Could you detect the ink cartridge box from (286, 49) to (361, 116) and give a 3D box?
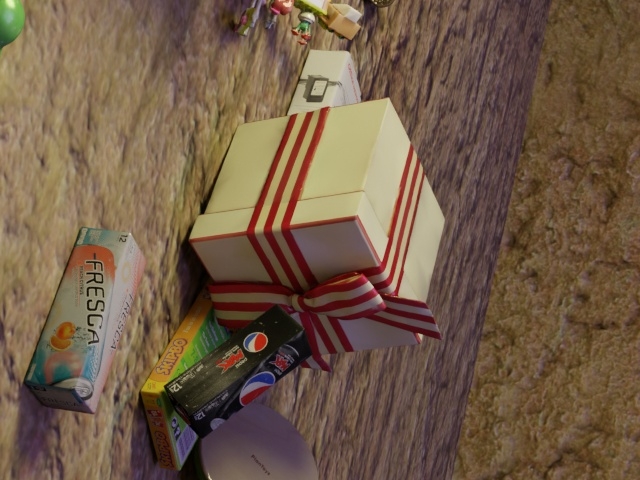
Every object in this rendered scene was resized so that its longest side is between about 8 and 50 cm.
[{"bbox_3d":[0.004,-0.184,2.206,0.109,0.063,0.150,73,28,-52],"label":"ink cartridge box"}]

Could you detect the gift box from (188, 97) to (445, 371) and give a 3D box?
[{"bbox_3d":[0.019,0.012,1.915,0.276,0.255,0.258,58,34,-34],"label":"gift box"}]

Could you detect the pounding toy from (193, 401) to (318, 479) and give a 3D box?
[{"bbox_3d":[-0.096,0.334,1.986,0.183,0.110,0.236,-4,62,-44],"label":"pounding toy"}]

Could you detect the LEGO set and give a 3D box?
[{"bbox_3d":[-0.040,-0.290,1.947,0.287,0.132,0.107,44,63,-76],"label":"LEGO set"}]

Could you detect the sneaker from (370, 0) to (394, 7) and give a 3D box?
[{"bbox_3d":[0.100,-0.466,2.439,0.071,0.066,0.188,-83,-179,-76],"label":"sneaker"}]

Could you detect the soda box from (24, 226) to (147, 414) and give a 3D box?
[{"bbox_3d":[-0.234,0.079,1.553,0.063,0.058,0.183,68,32,-57],"label":"soda box"}]

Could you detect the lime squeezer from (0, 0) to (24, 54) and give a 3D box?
[{"bbox_3d":[-0.268,-0.223,1.337,0.110,0.059,0.310,31,66,-71],"label":"lime squeezer"}]

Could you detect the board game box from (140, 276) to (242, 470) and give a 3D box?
[{"bbox_3d":[-0.147,0.149,1.894,0.259,0.039,0.124,-59,148,-48],"label":"board game box"}]

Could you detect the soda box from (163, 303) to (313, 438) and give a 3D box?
[{"bbox_3d":[-0.093,0.151,1.782,0.169,0.060,0.053,-36,141,-17],"label":"soda box"}]
